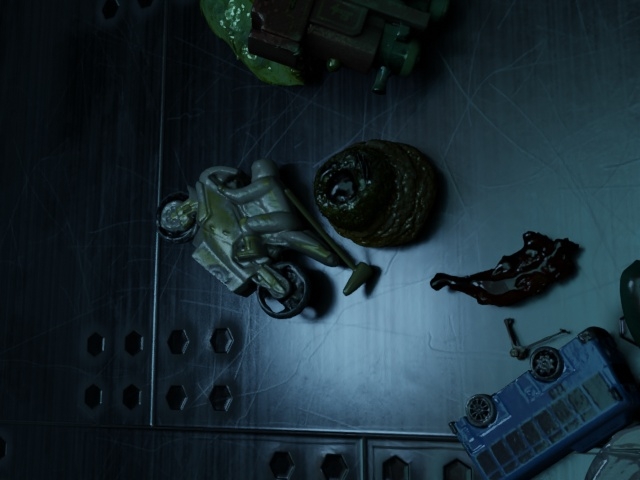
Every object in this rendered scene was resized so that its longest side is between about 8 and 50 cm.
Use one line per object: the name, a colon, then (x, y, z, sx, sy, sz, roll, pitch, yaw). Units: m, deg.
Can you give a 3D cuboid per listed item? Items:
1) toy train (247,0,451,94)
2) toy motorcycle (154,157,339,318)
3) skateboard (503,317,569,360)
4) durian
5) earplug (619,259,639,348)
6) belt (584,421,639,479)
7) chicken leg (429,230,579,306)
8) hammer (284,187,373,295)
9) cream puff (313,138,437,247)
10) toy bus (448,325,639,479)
toy train: (0.040, -0.357, 1.283, 0.304, 0.150, 0.222, 18, 86, -2)
toy motorcycle: (-0.118, -0.025, 1.396, 0.340, 0.108, 0.223, 36, 90, 24)
skateboard: (0.302, 0.126, 1.166, 0.083, 0.032, 0.064, -26, 59, 28)
durian: (-0.108, -0.433, 1.485, 0.394, 0.163, 0.198, 44, 143, 33)
earplug: (0.532, 0.090, 0.984, 0.280, 0.164, 0.257, -34, 29, 9)
belt: (0.425, 0.391, 0.996, 0.212, 0.117, 0.347, -5, 81, 29)
chicken leg: (0.265, 0.049, 1.187, 0.219, 0.048, 0.089, -27, 66, 25)
hammer: (0.000, 0.000, 1.297, 0.060, 0.028, 0.195, -44, 99, -15)
cream puff: (0.068, -0.082, 1.257, 0.183, 0.169, 0.183, -7, 77, 31)
toy bus: (0.304, 0.225, 1.096, 0.234, 0.116, 0.134, -41, 61, 20)
